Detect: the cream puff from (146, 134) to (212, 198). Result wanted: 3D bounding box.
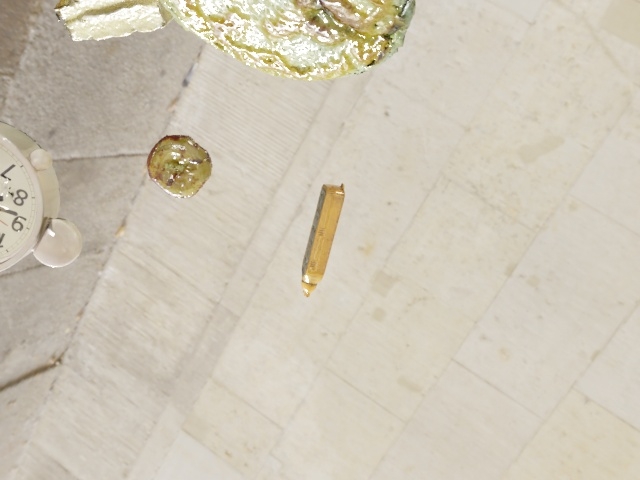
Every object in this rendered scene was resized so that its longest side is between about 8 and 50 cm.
[{"bbox_3d":[-0.305,-0.168,1.520,0.084,0.149,0.149,-82,-163,-61],"label":"cream puff"}]

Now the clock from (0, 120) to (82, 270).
[{"bbox_3d":[-0.340,-0.046,0.681,0.155,0.229,0.063,-61,-170,9],"label":"clock"}]

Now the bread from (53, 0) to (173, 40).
[{"bbox_3d":[-0.330,-0.468,1.246,0.111,0.239,0.246,58,41,-40],"label":"bread"}]

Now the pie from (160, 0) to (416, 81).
[{"bbox_3d":[-0.049,-0.242,0.620,0.302,0.303,0.066,85,24,-73],"label":"pie"}]

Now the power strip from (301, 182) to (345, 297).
[{"bbox_3d":[0.000,0.000,1.003,0.049,0.028,0.178,-117,-140,-69],"label":"power strip"}]
